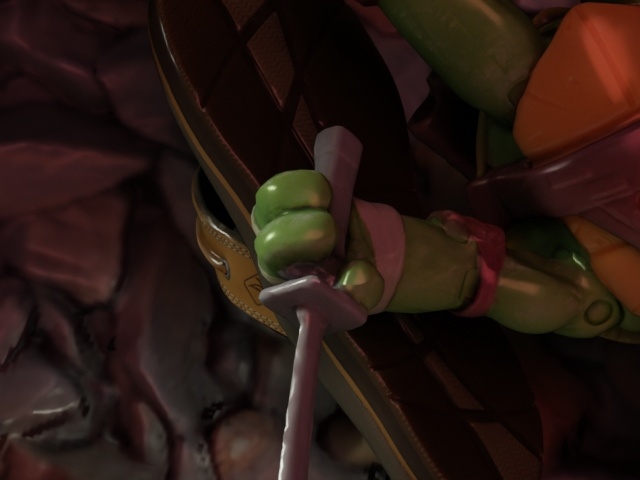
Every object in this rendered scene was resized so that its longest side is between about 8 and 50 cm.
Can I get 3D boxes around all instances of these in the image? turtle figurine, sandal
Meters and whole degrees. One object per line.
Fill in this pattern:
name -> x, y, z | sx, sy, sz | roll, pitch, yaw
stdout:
turtle figurine -> 0.076, -0.052, 0.421 | 0.274, 0.198, 0.266 | -21, 84, -54
sandal -> 0.000, 0.000, 0.514 | 0.090, 0.060, 0.219 | -30, 90, -47
